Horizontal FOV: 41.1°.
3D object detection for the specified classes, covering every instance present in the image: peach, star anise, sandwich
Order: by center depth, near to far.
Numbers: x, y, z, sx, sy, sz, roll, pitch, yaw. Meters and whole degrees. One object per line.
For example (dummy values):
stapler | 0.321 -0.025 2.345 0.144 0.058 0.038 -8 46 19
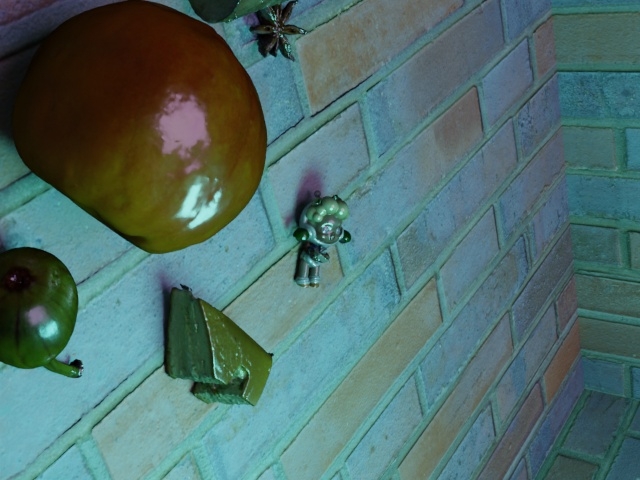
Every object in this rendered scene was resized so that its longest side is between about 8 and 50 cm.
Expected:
peach | -0.231 -0.162 1.162 0.302 0.343 0.343 -53 139 -8
sandwich | -0.190 0.188 1.466 0.236 0.122 0.128 50 53 -44
star anise | -0.082 -0.391 1.560 0.141 0.042 0.141 -16 110 -49

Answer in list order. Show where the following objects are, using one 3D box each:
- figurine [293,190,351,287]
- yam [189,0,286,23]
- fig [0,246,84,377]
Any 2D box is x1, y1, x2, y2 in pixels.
figurine | 0.001 0.000 1.714 0.147 0.093 0.197 2 96 -43
yam | -0.091 -0.474 1.428 0.304 0.168 0.168 -35 124 -45
fig | -0.404 0.127 1.182 0.151 0.151 0.259 -51 162 -36
